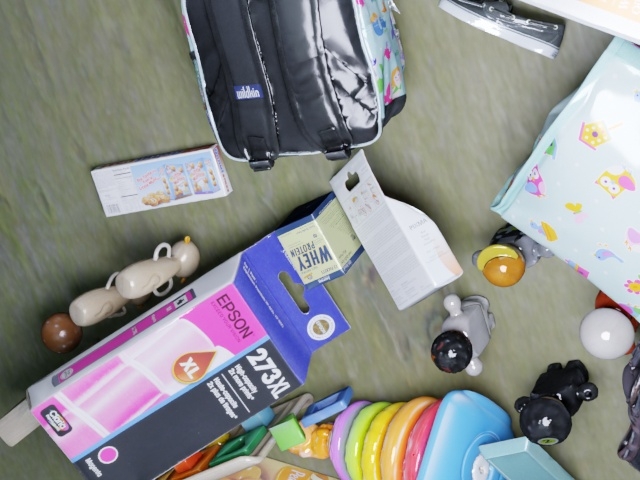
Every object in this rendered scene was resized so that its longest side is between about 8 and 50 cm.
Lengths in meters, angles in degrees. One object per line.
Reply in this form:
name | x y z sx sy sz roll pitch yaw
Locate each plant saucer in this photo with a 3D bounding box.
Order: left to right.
plant saucer | 0.259 0.284 1.822 0.067 0.018 0.192 -16 142 28

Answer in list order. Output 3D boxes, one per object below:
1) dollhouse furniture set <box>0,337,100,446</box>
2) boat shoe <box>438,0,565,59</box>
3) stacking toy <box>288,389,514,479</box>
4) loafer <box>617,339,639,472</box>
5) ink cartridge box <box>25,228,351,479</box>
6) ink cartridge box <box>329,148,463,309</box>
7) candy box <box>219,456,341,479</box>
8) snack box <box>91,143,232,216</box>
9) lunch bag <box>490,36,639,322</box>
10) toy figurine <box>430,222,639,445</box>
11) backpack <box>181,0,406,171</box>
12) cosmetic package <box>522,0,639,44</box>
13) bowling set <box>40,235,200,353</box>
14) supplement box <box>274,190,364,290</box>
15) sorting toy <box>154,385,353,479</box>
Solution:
dollhouse furniture set | -0.336 0.245 2.016 0.129 0.183 0.129 -38 94 31
boat shoe | 0.198 -0.242 1.670 0.142 0.049 0.040 25 100 9
stacking toy | 0.074 0.258 1.889 0.302 0.165 0.175 5 158 39
loafer | 0.366 0.179 1.699 0.095 0.109 0.302 20 147 28
ink cartridge box | -0.152 0.154 1.849 0.371 0.069 0.175 -34 118 -2
ink cartridge box | 0.085 -0.016 1.777 0.179 0.045 0.145 63 161 6
candy box | -0.023 0.376 1.944 0.317 0.183 0.087 14 117 17
snack box | -0.200 -0.074 1.916 0.178 0.022 0.064 -9 107 25
lunch bag | 0.335 -0.077 1.589 0.223 0.160 0.262 36 142 5
toy figurine | 0.242 0.100 1.736 0.210 0.148 0.213 34 121 6
backpack | -0.028 -0.232 1.677 0.225 0.191 0.253 -5 119 24
cosmetic package | 0.198 -0.374 1.532 0.453 0.161 0.230 22 112 13
bowling set | -0.244 0.106 1.965 0.200 0.154 0.287 23 122 33
supplement box | 0.000 0.000 1.829 0.056 0.083 0.083 -24 102 27
sorting toy | -0.121 0.252 1.924 0.348 0.196 0.047 -26 97 29
